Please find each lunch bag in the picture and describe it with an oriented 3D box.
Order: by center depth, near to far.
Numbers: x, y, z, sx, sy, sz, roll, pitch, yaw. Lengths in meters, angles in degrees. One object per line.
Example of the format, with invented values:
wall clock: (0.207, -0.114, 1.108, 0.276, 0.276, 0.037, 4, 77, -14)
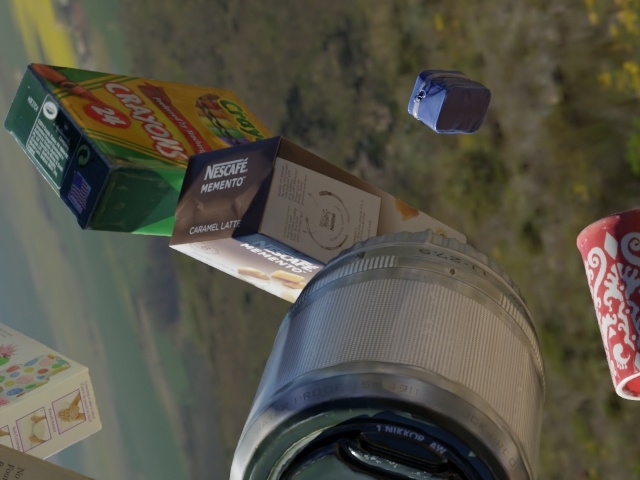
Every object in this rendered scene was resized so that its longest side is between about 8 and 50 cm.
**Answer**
lunch bag: (0.157, -0.177, 2.249, 0.065, 0.098, 0.067, 38, 117, 42)

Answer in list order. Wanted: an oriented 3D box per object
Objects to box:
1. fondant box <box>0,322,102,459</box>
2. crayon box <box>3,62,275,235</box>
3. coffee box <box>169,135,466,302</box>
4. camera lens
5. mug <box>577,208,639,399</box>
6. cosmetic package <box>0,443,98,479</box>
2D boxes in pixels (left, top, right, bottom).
fondant box: (-0.471, 0.228, 2.183, 0.238, 0.330, 0.096, 20, 129, 48)
crayon box: (-0.144, -0.087, 1.869, 0.202, 0.318, 0.081, 47, 121, 40)
coffee box: (0.000, 0.000, 1.693, 0.141, 0.246, 0.098, -9, 62, 48)
camera lens: (0.058, 0.141, 1.356, 0.274, 0.219, 0.219, -71, -24, -62)
mug: (0.345, 0.069, 1.812, 0.113, 0.150, 0.169, -42, 47, 50)
cosmetic package: (-0.183, 0.301, 1.566, 0.113, 0.309, 0.160, -20, 50, 69)
